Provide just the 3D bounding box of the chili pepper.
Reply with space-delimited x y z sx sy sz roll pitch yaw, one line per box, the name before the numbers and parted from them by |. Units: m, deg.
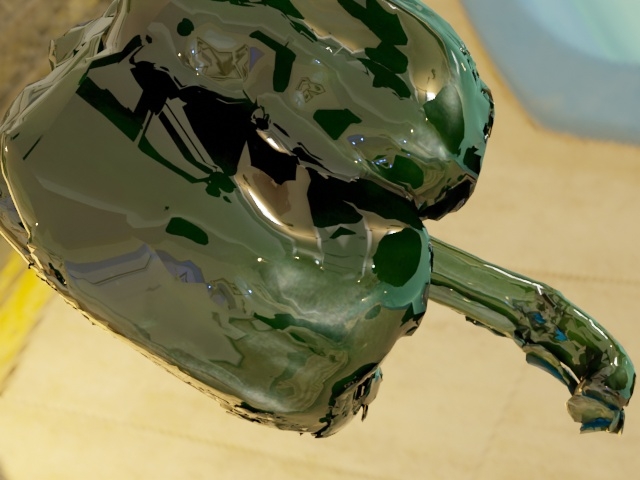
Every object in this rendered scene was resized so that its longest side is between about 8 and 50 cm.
chili pepper | 0.000 0.000 0.724 0.165 0.261 0.174 -37 25 55
